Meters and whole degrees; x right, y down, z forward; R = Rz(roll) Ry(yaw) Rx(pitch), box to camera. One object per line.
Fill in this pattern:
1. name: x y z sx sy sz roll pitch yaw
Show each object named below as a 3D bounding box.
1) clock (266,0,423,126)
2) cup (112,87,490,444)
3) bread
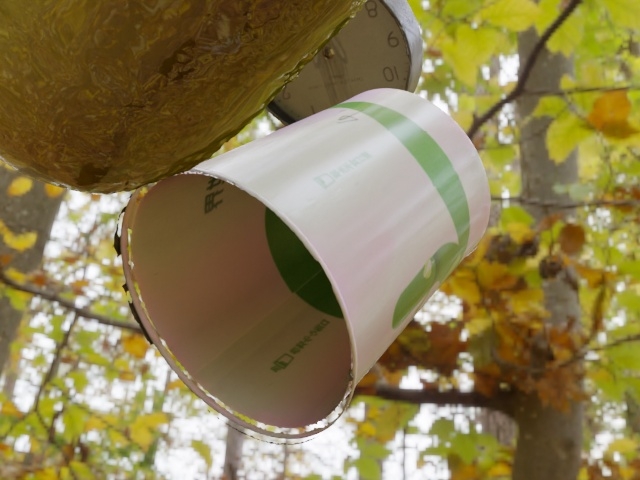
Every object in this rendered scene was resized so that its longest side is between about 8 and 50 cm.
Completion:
1. clock: 0.009 -0.213 1.235 0.215 0.042 0.214 11 -56 17
2. cup: 0.000 0.000 0.958 0.253 0.274 0.253 23 -50 29
3. bread: -0.013 -0.156 0.480 0.383 0.112 0.166 -42 -28 23
